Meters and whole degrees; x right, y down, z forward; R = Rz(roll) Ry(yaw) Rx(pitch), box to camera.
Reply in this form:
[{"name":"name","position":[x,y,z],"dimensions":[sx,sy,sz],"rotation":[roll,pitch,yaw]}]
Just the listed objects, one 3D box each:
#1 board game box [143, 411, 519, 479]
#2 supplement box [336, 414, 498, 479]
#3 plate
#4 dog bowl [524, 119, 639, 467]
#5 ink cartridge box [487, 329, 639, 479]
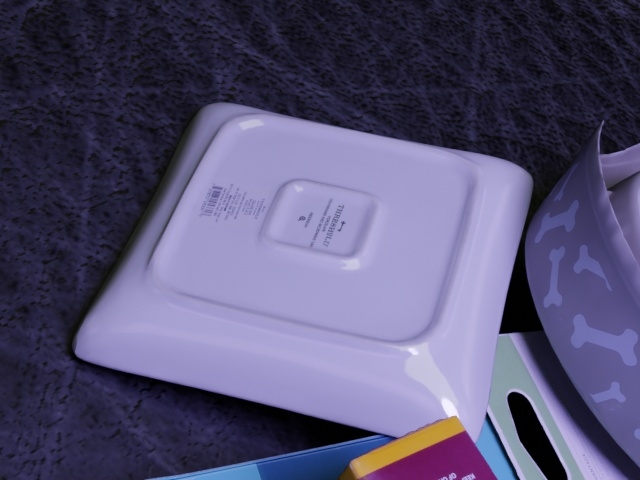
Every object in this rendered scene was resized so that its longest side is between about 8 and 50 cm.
[{"name":"board game box","position":[0.051,0.283,0.711],"dimensions":[0.254,0.079,0.336],"rotation":[-6,58,-30]},{"name":"supplement box","position":[0.073,0.206,0.656],"dimensions":[0.081,0.104,0.188],"rotation":[-17,64,-35]},{"name":"plate","position":[0.000,0.000,0.867],"dimensions":[0.278,0.045,0.277],"rotation":[12,46,9]},{"name":"dog bowl","position":[0.295,0.063,0.911],"dimensions":[0.349,0.102,0.348],"rotation":[29,36,-24]},{"name":"ink cartridge box","position":[0.200,0.144,0.890],"dimensions":[0.235,0.056,0.171],"rotation":[-3,57,-37]}]
